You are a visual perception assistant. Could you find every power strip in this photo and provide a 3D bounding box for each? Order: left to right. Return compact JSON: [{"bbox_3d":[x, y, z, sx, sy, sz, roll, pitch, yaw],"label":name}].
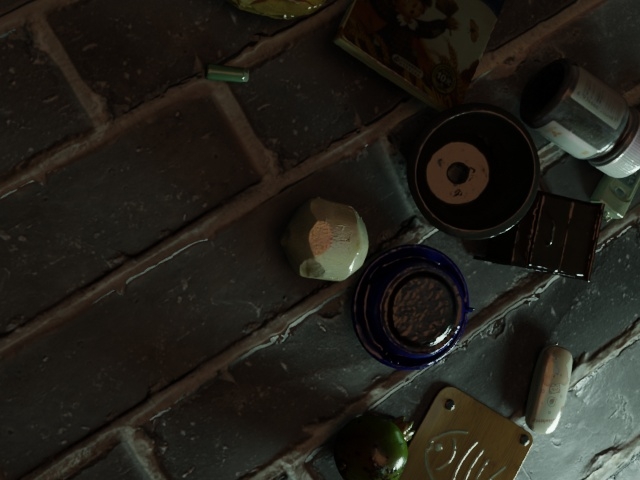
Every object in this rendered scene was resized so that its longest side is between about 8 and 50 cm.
[{"bbox_3d":[0.721,-0.180,1.822,0.080,0.048,0.286,33,81,-19],"label":"power strip"}]

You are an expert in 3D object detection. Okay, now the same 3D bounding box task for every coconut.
[{"bbox_3d":[0.001,-0.003,1.533,0.162,0.161,0.161,13,89,-28],"label":"coconut"}]

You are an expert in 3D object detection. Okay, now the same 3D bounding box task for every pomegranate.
[{"bbox_3d":[0.117,0.429,1.610,0.205,0.159,0.159,-25,102,-41],"label":"pomegranate"}]

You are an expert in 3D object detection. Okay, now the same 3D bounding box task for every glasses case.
[{"bbox_3d":[0.520,0.339,1.782,0.081,0.051,0.204,12,89,-20],"label":"glasses case"}]

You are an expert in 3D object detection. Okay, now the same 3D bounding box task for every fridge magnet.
[{"bbox_3d":[0.192,0.140,1.626,0.265,0.113,0.265,-1,92,-17],"label":"fridge magnet"}]

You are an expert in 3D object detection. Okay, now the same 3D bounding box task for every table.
[{"bbox_3d":[0.465,-0.017,1.677,0.193,0.172,0.169,11,90,-19],"label":"table"}]

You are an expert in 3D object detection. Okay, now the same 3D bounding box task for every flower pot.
[{"bbox_3d":[0.295,-0.140,1.602,0.269,0.166,0.269,0,95,-4],"label":"flower pot"}]

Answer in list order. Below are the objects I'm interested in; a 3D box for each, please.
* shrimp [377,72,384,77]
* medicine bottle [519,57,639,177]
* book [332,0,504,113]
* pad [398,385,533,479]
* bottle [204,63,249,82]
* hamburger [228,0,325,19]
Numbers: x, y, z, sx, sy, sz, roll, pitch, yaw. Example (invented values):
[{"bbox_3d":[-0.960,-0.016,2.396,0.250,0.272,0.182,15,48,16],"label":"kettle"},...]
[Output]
[{"bbox_3d":[0.156,-0.445,1.612,0.152,0.046,0.219,-17,99,-17],"label":"shrimp"},{"bbox_3d":[0.585,-0.262,1.709,0.273,0.165,0.165,29,84,-20],"label":"medicine bottle"},{"bbox_3d":[0.230,-0.503,1.600,0.300,0.039,0.428,29,74,-18],"label":"book"},{"bbox_3d":[0.312,0.500,1.742,0.284,0.018,0.286,33,82,-17],"label":"pad"},{"bbox_3d":[-0.181,-0.323,1.515,0.083,0.030,0.030,2,93,-20],"label":"bottle"},{"bbox_3d":[-0.101,-0.555,1.471,0.283,0.144,0.259,19,91,-23],"label":"hamburger"}]
